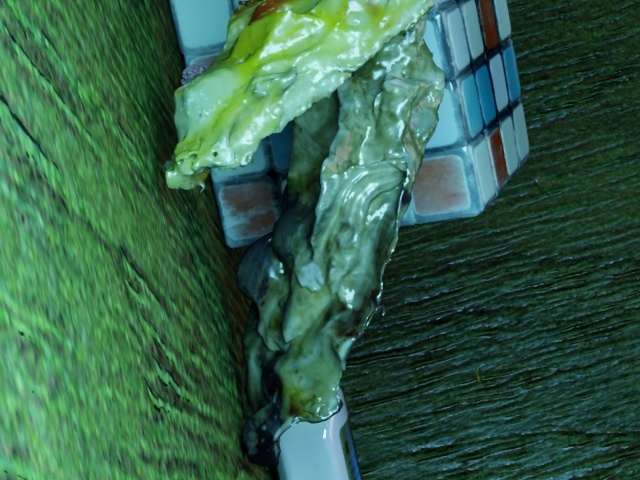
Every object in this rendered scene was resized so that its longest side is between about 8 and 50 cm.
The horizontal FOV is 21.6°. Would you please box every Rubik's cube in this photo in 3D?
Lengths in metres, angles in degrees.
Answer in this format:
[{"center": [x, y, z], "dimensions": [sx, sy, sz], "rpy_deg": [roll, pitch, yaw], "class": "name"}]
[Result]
[{"center": [0.038, -0.154, 1.579], "dimensions": [0.256, 0.259, 0.253], "rpy_deg": [-39, 121, -66], "class": "Rubik's cube"}]

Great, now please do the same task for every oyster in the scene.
[{"center": [0.005, -0.008, 1.281], "dimensions": [0.221, 0.096, 0.361], "rpy_deg": [-113, -138, -59], "class": "oyster"}]

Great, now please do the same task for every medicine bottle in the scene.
[{"center": [-0.006, 0.194, 1.487], "dimensions": [0.115, 0.078, 0.219], "rpy_deg": [-84, 162, -78], "class": "medicine bottle"}]

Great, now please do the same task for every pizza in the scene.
[{"center": [-0.023, -0.131, 1.144], "dimensions": [0.075, 0.280, 0.288], "rpy_deg": [53, 42, -14], "class": "pizza"}]

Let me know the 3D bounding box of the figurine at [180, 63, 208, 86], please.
[{"center": [-0.089, -0.112, 1.424], "dimensions": [0.129, 0.054, 0.072], "rpy_deg": [150, -77, -90], "class": "figurine"}]
